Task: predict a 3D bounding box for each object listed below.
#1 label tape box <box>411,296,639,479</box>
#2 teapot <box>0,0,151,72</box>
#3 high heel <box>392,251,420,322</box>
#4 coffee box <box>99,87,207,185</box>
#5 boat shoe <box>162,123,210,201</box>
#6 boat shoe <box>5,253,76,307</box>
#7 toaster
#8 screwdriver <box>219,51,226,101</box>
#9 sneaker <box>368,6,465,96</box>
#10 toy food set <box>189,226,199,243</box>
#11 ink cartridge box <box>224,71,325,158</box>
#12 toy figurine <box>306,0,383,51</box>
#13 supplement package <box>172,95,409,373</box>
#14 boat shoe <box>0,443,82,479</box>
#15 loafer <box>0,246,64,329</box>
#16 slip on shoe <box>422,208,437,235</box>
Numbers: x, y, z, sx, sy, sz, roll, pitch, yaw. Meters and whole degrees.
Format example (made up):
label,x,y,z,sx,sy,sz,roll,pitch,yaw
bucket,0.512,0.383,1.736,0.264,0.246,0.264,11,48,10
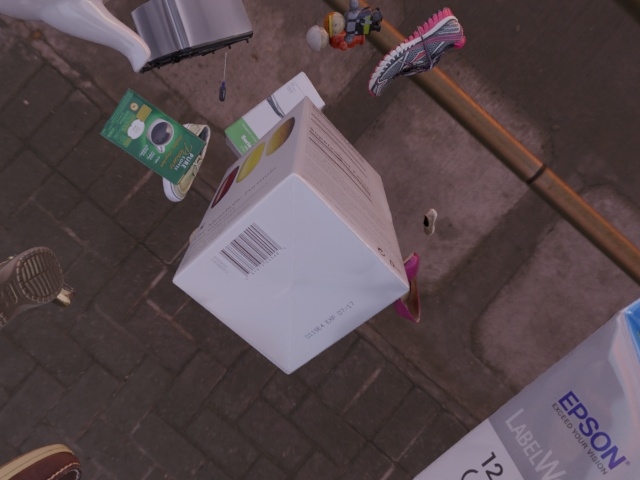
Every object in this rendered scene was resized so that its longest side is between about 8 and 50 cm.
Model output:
label,x,y,z,sx,sy,sz,roll,pitch,yaw
label tape box,0.220,0.200,0.365,0.249,0.115,0.348,32,112,-31
teapot,-0.279,-0.365,0.553,0.252,0.187,0.256,48,129,30
high heel,0.326,0.168,1.764,0.127,0.377,0.181,-43,75,-16
coffee box,-0.341,-0.210,1.038,0.184,0.040,0.113,34,94,-10
boat shoe,-0.443,-0.270,1.674,0.094,0.109,0.303,-6,63,22
boat shoe,-0.863,0.117,1.568,0.223,0.080,0.073,47,44,-21
toaster,-0.251,-0.401,0.952,0.185,0.168,0.110,-32,115,-34
screwdriver,-0.324,-0.552,1.710,0.025,0.024,0.170,11,126,-12
sneaker,0.258,-0.502,1.395,0.299,0.121,0.112,-37,94,18
toy food set,-0.350,0.115,1.811,0.092,0.219,0.306,-33,130,-18
ink cartridge box,-0.108,-0.269,1.159,0.219,0.160,0.093,-38,97,-5
toy figurine,0.039,-0.551,1.157,0.148,0.209,0.213,-9,103,-11
supplement package,-0.022,-0.023,0.493,0.139,0.244,0.134,-39,111,19
boat shoe,-0.346,0.345,0.502,0.123,0.342,0.123,22,105,8
loafer,-0.489,0.077,0.767,0.087,0.251,0.095,-10,104,8
slip on shoe,0.394,-0.061,1.851,0.041,0.135,0.051,-28,62,-18
